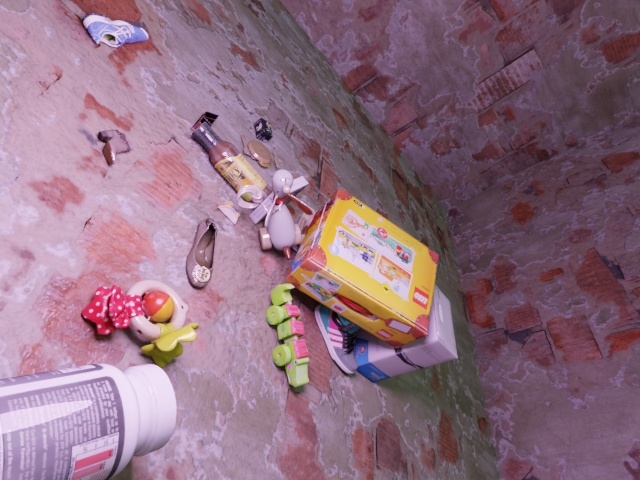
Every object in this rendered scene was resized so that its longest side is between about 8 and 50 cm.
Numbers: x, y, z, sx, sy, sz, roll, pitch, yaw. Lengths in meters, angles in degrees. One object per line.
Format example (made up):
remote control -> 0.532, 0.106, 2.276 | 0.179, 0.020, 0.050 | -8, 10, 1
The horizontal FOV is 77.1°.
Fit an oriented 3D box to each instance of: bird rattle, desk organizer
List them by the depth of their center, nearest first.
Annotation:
bird rattle -> -0.427, 0.184, 0.988 | 0.253, 0.143, 0.207 | 37, 25, -14
desk organizer -> -0.432, -0.446, 1.511 | 0.047, 0.050, 0.130 | 45, 34, -26

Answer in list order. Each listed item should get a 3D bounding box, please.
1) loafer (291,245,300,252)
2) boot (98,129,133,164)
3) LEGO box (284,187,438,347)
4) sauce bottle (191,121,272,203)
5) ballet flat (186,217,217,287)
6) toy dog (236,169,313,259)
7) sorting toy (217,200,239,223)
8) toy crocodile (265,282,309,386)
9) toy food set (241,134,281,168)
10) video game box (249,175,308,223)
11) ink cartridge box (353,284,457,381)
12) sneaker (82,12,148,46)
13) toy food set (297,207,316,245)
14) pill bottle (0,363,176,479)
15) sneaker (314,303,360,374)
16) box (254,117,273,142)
loafer -> -0.085, 0.045, 1.658 | 0.125, 0.039, 0.045 | 51, -1, -23
boot -> -0.581, -0.269, 1.156 | 0.087, 0.042, 0.119 | -9, 74, -60
LEGO box -> 0.175, 0.101, 1.498 | 0.500, 0.193, 0.373 | 33, 49, -11
sauce bottle -> -0.327, -0.278, 1.481 | 0.344, 0.111, 0.111 | 47, 33, -20
ballet flat -> -0.354, 0.029, 1.236 | 0.084, 0.058, 0.250 | 35, 40, -36
toy dog -> -0.132, -0.063, 1.395 | 0.161, 0.220, 0.334 | 60, -6, 40
sorting toy -> -0.318, -0.112, 1.435 | 0.083, 0.044, 0.075 | 48, 14, -22
toy crocodile -> -0.098, 0.312, 1.346 | 0.115, 0.105, 0.341 | 16, 53, -50
toy food set -> -0.265, -0.372, 1.727 | 0.192, 0.038, 0.133 | 18, 44, -43
video game box -> -0.158, -0.160, 1.556 | 0.048, 0.187, 0.205 | 53, 30, -1
ink cartridge box -> 0.337, 0.380, 1.658 | 0.166, 0.394, 0.286 | 43, 36, -29
sneaker -> -0.669, -0.679, 1.332 | 0.211, 0.080, 0.081 | -23, 91, -50
toy food set -> 0.000, 0.000, 1.719 | 0.220, 0.092, 0.306 | 52, 20, -17
pill bottle -> -0.454, 0.331, 0.693 | 0.362, 0.210, 0.210 | 8, 59, -54
sneaker -> 0.114, 0.359, 1.553 | 0.123, 0.178, 0.296 | -22, 85, -60
box -> -0.258, -0.498, 1.815 | 0.062, 0.052, 0.083 | 18, 53, -50
